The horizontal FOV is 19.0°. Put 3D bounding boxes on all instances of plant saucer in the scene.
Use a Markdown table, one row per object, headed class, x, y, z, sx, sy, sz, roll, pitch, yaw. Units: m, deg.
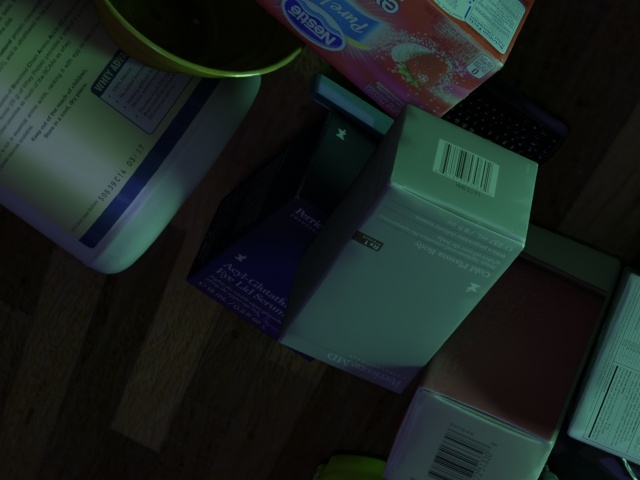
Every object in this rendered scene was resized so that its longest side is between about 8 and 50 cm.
| class | x | y | z | sx | sy | sz | roll | pitch | yaw |
| --- | --- | --- | --- | --- | --- | --- | --- | --- | --- |
| plant saucer | 0.072 | -0.088 | 1.692 | 0.192 | 0.018 | 0.067 | 33 | 175 | -5 |

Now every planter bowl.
| class | x | y | z | sx | sy | sz | roll | pitch | yaw |
| --- | --- | --- | --- | --- | --- | --- | --- | --- | --- |
| planter bowl | -0.118 | -0.203 | 1.553 | 0.217 | 0.217 | 0.090 | 37 | 138 | -10 |

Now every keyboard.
| class | x | y | z | sx | sy | sz | roll | pitch | yaw |
| --- | --- | --- | --- | --- | --- | --- | --- | --- | --- |
| keyboard | 0.113 | -0.113 | 1.657 | 0.192 | 0.038 | 0.100 | 33 | 138 | -4 |

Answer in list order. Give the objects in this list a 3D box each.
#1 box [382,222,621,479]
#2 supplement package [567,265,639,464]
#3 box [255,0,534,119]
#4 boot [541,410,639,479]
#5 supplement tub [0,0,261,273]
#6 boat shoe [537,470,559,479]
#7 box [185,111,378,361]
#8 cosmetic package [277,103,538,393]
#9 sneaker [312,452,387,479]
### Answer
| class | x | y | z | sx | sy | sz | roll | pitch | yaw |
| --- | --- | --- | --- | --- | --- | --- | --- | --- | --- |
| box | 0.163 | 0.115 | 1.709 | 0.127 | 0.232 | 0.148 | 23 | 138 | 6 |
| supplement package | 0.330 | 0.127 | 1.631 | 0.203 | 0.194 | 0.149 | 22 | 94 | 7 |
| box | 0.035 | -0.226 | 1.518 | 0.257 | 0.128 | 0.122 | 39 | 137 | -13 |
| boot | 0.303 | 0.237 | 1.875 | 0.179 | 0.085 | 0.236 | -3 | 130 | 36 |
| supplement tub | -0.242 | -0.150 | 1.659 | 0.325 | 0.235 | 0.235 | 37 | 138 | -9 |
| boat shoe | 0.220 | 0.267 | 1.876 | 0.049 | 0.040 | 0.142 | -14 | 153 | -9 |
| box | 0.000 | 0.000 | 1.757 | 0.153 | 0.108 | 0.207 | 33 | 142 | -16 |
| cosmetic package | 0.069 | 0.012 | 1.576 | 0.127 | 0.107 | 0.238 | 22 | 136 | -9 |
| sneaker | 0.116 | 0.308 | 2.008 | 0.300 | 0.121 | 0.111 | 0 | 132 | 27 |
